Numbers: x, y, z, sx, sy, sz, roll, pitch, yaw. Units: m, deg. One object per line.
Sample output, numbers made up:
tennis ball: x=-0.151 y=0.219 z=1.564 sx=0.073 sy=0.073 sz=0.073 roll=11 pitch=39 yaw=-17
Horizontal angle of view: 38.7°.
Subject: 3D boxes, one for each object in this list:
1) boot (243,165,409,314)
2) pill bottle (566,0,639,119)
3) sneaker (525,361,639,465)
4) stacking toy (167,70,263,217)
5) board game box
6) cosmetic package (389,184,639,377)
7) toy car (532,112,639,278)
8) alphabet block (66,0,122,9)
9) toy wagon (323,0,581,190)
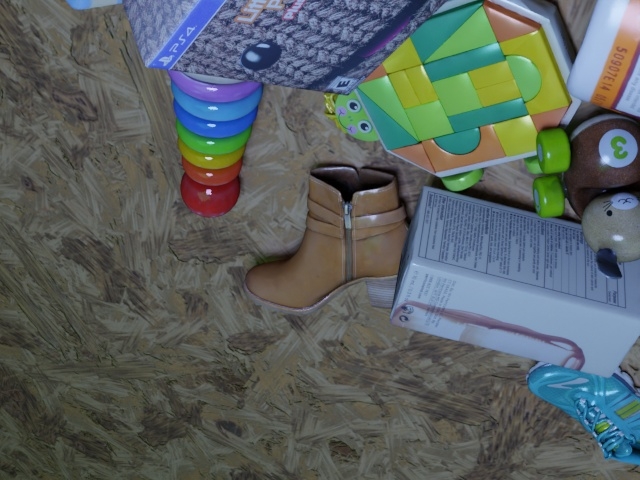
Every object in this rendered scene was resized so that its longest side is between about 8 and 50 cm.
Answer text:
boot: x=0.000 y=0.000 z=1.330 sx=0.283 sy=0.109 sz=0.220 roll=4 pitch=130 yaw=23
pill bottle: x=0.456 y=-0.182 z=0.858 sx=0.392 sy=0.224 sz=0.224 roll=21 pitch=134 yaw=11
sneaker: x=0.428 y=0.258 z=1.326 sx=0.275 sy=0.110 sz=0.107 roll=28 pitch=135 yaw=5
stacking toy: x=-0.149 y=-0.161 z=1.277 sx=0.141 sy=0.141 sz=0.330 roll=23 pitch=141 yaw=9
board game box: x=-0.026 y=-0.288 z=0.951 sx=0.232 sy=0.291 sz=0.141 roll=-40 pitch=63 yaw=40
cosmetic package: x=0.252 y=0.053 z=1.178 sx=0.296 sy=0.153 sz=0.129 roll=15 pitch=136 yaw=2
toy car: x=0.339 y=-0.035 z=1.029 sx=0.155 sy=0.188 sz=0.149 roll=-8 pitch=138 yaw=2
alphabet block: x=-0.218 y=-0.396 z=1.008 sx=0.193 sy=0.197 sz=0.192 roll=52 pitch=140 yaw=19
toy wagon: x=0.144 y=-0.181 z=1.131 sx=0.344 sy=0.068 sz=0.267 roll=-11 pitch=121 yaw=34
